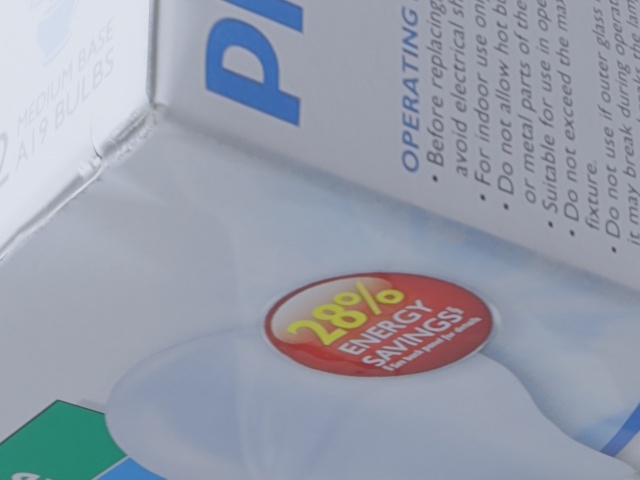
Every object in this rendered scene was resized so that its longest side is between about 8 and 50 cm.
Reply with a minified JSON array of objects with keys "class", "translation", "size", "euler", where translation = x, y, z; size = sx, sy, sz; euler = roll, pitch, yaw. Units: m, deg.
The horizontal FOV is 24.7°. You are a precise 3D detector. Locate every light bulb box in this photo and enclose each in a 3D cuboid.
[{"class":"light bulb box","translation":[0.000,0.000,0.591],"size":[0.358,0.361,0.225],"euler":[-36,45,44]}]
